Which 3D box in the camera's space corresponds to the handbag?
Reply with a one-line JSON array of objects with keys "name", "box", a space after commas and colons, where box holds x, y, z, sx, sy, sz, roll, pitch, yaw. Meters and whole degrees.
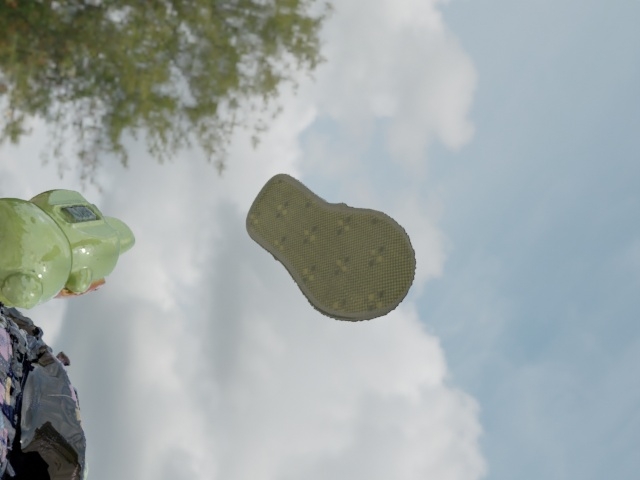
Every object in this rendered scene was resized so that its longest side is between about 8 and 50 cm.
[{"name": "handbag", "box": [-0.217, 0.138, 0.553, 0.208, 0.127, 0.229, -46, -144, 21]}]

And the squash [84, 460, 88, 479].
[{"name": "squash", "box": [-0.241, 0.224, 1.023, 0.089, 0.027, 0.027, -175, -86, -70]}]

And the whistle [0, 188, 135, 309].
[{"name": "whistle", "box": [-0.283, 0.007, 1.098, 0.131, 0.288, 0.106, 43, -74, 11]}]

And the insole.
[{"name": "insole", "box": [0.000, 0.000, 0.998, 0.109, 0.007, 0.322, -56, -148, 1]}]
